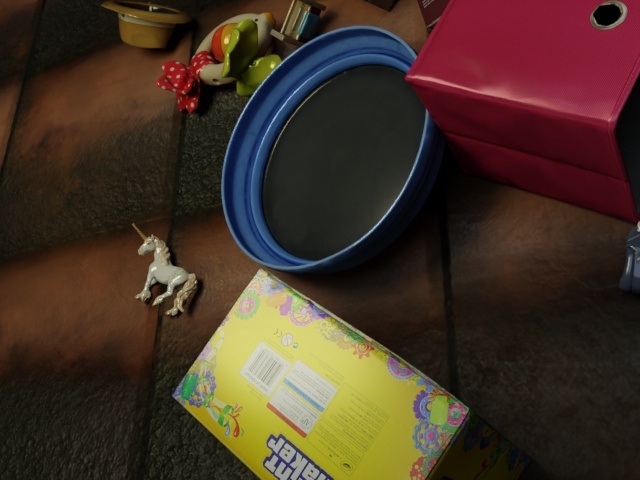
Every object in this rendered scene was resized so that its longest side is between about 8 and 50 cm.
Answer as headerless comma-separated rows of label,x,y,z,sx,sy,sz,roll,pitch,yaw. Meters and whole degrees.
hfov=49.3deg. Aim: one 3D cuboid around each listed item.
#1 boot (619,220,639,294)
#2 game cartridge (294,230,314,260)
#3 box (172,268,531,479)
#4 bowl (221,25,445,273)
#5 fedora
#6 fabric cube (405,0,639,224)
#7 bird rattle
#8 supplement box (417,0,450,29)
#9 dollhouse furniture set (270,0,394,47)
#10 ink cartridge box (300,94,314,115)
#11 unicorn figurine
boot,0.416,-0.021,0.830,0.086,0.069,0.190,10,74,29
game cartridge,0.000,0.000,1.085,0.056,0.017,0.083,-39,54,2
box,0.046,0.212,0.793,0.290,0.279,0.177,30,83,36
bowl,0.013,-0.132,1.056,0.391,0.077,0.391,-17,62,35
fedora,-0.358,-0.443,1.437,0.194,0.194,0.079,27,119,36
fabric cube,0.309,-0.211,0.866,0.258,0.259,0.254,24,81,36
bird rattle,-0.176,-0.337,1.310,0.254,0.143,0.207,-6,52,41
supplement box,0.197,-0.468,1.097,0.130,0.073,0.239,-29,72,48
dollhouse furniture set,0.029,-0.411,1.221,0.129,0.129,0.183,40,113,36
ink cartridge box,-0.012,-0.263,1.210,0.063,0.029,0.115,-34,56,11
unicorn figurine,-0.270,0.059,1.186,0.162,0.060,0.111,23,78,19
